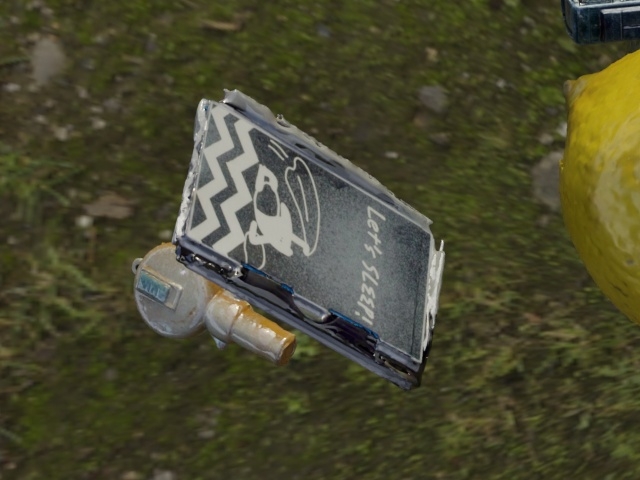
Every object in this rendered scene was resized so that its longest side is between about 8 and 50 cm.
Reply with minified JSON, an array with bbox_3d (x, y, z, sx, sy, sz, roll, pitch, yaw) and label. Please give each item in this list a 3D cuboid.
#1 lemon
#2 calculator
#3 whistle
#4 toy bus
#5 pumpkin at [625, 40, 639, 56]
[{"bbox_3d":[0.295,-0.031,1.133,0.253,0.228,0.228,38,104,-25],"label":"lemon"},{"bbox_3d":[0.000,0.000,1.299,0.028,0.274,0.165,-23,46,43],"label":"calculator"},{"bbox_3d":[-0.121,0.072,1.707,0.220,0.057,0.107,28,107,24],"label":"whistle"},{"bbox_3d":[0.267,-0.186,1.215,0.166,0.047,0.065,-5,44,9],"label":"toy bus"},{"bbox_3d":[0.509,-0.179,1.643,0.344,0.454,0.454,18,94,46],"label":"pumpkin"}]
